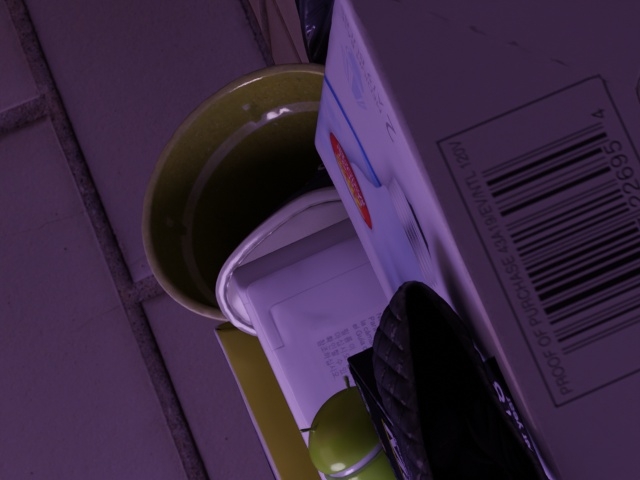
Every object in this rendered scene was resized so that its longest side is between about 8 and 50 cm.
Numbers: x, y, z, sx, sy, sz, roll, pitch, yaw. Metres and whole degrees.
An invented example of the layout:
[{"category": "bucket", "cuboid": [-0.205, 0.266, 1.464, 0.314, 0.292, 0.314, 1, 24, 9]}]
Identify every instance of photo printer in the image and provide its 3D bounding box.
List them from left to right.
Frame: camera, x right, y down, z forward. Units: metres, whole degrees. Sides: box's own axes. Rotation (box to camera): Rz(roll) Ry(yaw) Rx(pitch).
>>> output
[{"category": "photo printer", "cuboid": [0.122, 0.076, 1.113, 0.107, 0.307, 0.256, -179, 64, -86]}]

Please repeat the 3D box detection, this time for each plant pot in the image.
[{"category": "plant pot", "cuboid": [0.000, 0.000, 1.535, 0.254, 0.276, 0.276, 43, -162, -54]}]

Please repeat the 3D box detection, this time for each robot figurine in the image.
[{"category": "robot figurine", "cuboid": [0.040, 0.138, 0.942, 0.115, 0.101, 0.067, 45, 167, -19]}]

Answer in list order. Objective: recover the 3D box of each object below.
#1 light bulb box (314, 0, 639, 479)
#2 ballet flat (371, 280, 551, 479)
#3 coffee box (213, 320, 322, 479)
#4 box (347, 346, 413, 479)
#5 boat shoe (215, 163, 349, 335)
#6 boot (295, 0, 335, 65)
[{"category": "light bulb box", "cuboid": [0.166, 0.017, 0.860, 0.361, 0.225, 0.358, 101, 147, -80]}, {"category": "ballet flat", "cuboid": [0.064, 0.091, 0.667, 0.049, 0.057, 0.173, 84, 162, -47]}, {"category": "coffee box", "cuboid": [0.134, 0.207, 1.393, 0.334, 0.338, 0.338, 78, 167, -66]}, {"category": "box", "cuboid": [0.083, 0.163, 0.823, 0.184, 0.045, 0.191, -124, 10, -73]}, {"category": "boat shoe", "cuboid": [0.062, -0.039, 1.262, 0.127, 0.340, 0.113, 48, -164, -17]}, {"category": "boot", "cuboid": [-0.013, -0.349, 1.687, 0.445, 0.146, 0.367, -130, 26, -67]}]
